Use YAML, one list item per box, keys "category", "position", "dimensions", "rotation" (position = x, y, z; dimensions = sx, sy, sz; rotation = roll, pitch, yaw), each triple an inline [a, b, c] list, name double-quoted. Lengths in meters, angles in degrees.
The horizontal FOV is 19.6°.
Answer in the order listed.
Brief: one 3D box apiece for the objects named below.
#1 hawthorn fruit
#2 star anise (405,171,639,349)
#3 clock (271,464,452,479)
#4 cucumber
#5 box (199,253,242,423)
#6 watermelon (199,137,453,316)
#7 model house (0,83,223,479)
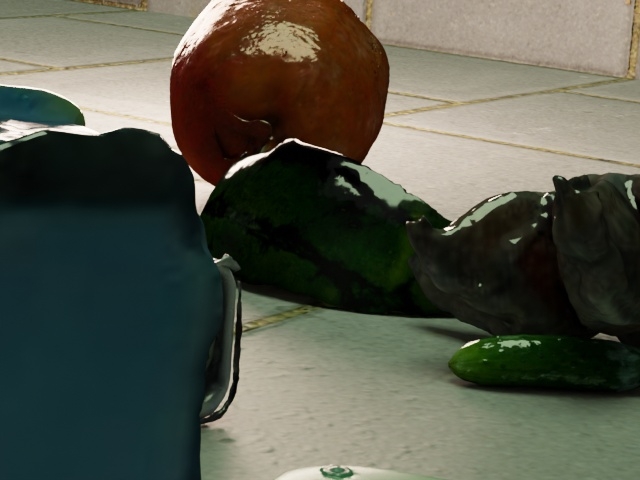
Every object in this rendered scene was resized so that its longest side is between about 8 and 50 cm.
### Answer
- category: "hawthorn fruit"
  position: [-0.041, -0.122, 1.708]
  dimensions: [0.211, 0.211, 0.299]
  rotation: [4, 24, 1]
- category: "star anise"
  position: [0.194, 0.019, 1.229]
  dimensions: [0.316, 0.139, 0.359]
  rotation: [-14, -11, 27]
- category: "clock"
  position: [0.025, 0.150, 0.766]
  dimensions: [0.148, 0.060, 0.188]
  rotation: [9, 14, 20]
- category: "cucumber"
  position: [0.160, 0.079, 1.195]
  dimensions: [0.155, 0.037, 0.037]
  rotation: [2, 12, -5]
- category: "box"
  position: [-0.236, 0.032, 1.110]
  dimensions: [0.369, 0.112, 0.190]
  rotation: [12, 16, 34]
- category: "watermelon"
  position: [0.000, 0.000, 1.442]
  dimensions: [0.301, 0.123, 0.129]
  rotation: [14, -16, 42]
- category: "model house"
  position: [-0.180, 0.051, 0.738]
  dimensions: [0.215, 0.237, 0.303]
  rotation: [-1, 13, -20]
